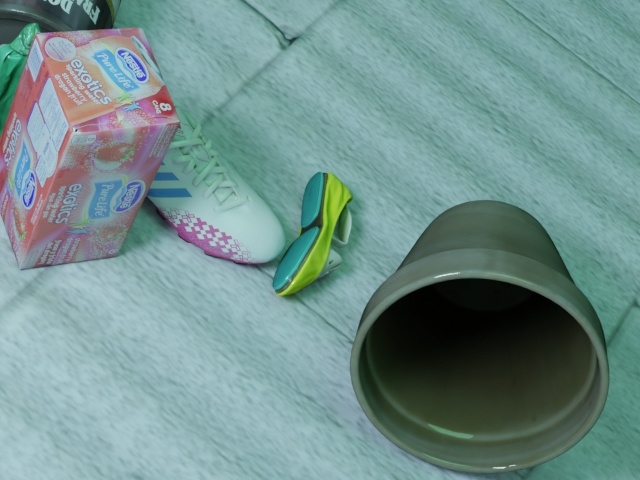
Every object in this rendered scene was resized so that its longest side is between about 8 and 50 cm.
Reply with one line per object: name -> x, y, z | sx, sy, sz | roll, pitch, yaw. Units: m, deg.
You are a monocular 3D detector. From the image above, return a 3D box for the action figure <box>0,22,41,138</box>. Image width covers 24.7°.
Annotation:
action figure -> -0.389, -0.192, 1.865 | 0.137, 0.232, 0.063 | 10, 53, -20

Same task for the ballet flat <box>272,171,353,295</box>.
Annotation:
ballet flat -> 0.000, 0.000, 2.023 | 0.077, 0.077, 0.231 | 36, 45, -20

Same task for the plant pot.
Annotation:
plant pot -> 0.211, 0.096, 1.929 | 0.323, 0.323, 0.280 | 24, 33, -8

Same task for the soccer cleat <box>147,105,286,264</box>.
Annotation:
soccer cleat -> -0.179, -0.094, 1.954 | 0.331, 0.143, 0.116 | 35, 49, 1

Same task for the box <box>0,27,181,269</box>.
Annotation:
box -> -0.298, -0.109, 1.804 | 0.142, 0.300, 0.154 | -8, 60, -30

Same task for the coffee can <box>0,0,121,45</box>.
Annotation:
coffee can -> -0.375, -0.330, 1.992 | 0.202, 0.201, 0.275 | 19, 50, -12
